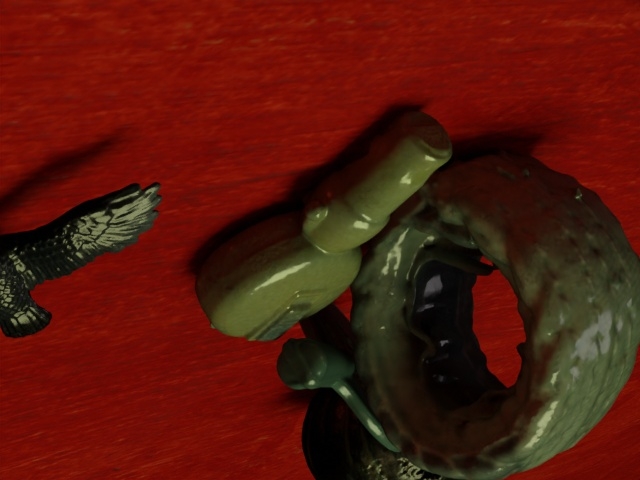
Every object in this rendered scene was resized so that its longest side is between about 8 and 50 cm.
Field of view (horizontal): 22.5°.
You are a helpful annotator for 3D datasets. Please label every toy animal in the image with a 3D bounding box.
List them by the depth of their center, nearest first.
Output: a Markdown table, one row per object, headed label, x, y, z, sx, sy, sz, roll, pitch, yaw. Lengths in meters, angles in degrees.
| label | x | y | z | sx | sy | sz | roll | pitch | yaw |
| --- | --- | --- | --- | --- | --- | --- | --- | --- | --- |
| toy animal | -0.193 | 0.016 | 0.951 | 0.220 | 0.062 | 0.108 | -19 | 161 | -3 |

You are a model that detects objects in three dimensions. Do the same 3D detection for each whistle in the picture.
| label | x | y | z | sx | sy | sz | roll | pitch | yaw |
| --- | --- | --- | --- | --- | --- | --- | --- | --- | --- |
| whistle | 0.000 | 0.000 | 1.156 | 0.126 | 0.067 | 0.258 | -6 | 150 | -48 |

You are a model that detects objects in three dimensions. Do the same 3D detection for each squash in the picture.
| label | x | y | z | sx | sy | sz | roll | pitch | yaw |
| --- | --- | --- | --- | --- | --- | --- | --- | --- | --- |
| squash | 0.075 | 0.193 | 1.630 | 0.193 | 0.156 | 0.193 | -27 | -178 | 1 |

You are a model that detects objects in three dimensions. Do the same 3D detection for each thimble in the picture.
| label | x | y | z | sx | sy | sz | roll | pitch | yaw |
| --- | --- | --- | --- | --- | --- | --- | --- | --- | --- |
| thimble | 0.140 | 0.055 | 1.247 | 0.205 | 0.250 | 0.172 | 5 | -170 | 39 |

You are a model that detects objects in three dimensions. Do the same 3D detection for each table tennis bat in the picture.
| label | x | y | z | sx | sy | sz | roll | pitch | yaw |
| --- | --- | --- | --- | --- | --- | --- | --- | --- | --- |
| table tennis bat | 0.016 | 0.104 | 1.298 | 0.040 | 0.153 | 0.244 | -34 | 165 | 10 |
